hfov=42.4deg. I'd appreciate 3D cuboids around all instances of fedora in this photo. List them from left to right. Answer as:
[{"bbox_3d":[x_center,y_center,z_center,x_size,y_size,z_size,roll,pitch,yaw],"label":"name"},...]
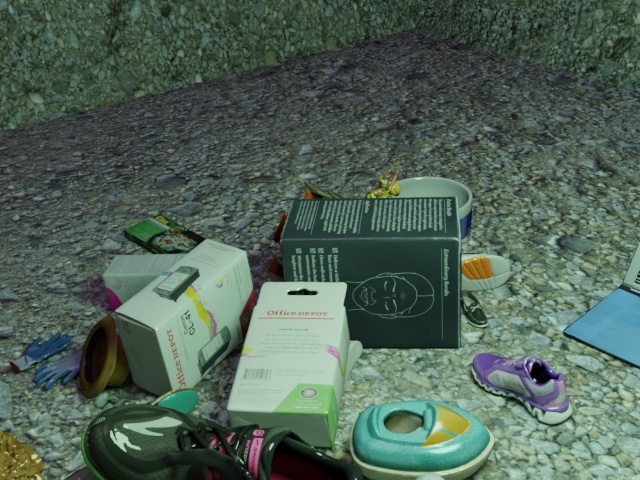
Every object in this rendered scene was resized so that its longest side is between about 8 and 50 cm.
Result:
[{"bbox_3d":[-0.469,0.264,1.834,0.079,0.194,0.194,21,14,-33],"label":"fedora"}]

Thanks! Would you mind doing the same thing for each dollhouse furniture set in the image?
[{"bbox_3d":[0.000,0.000,2.135,0.259,0.262,0.135,19,14,-31],"label":"dollhouse furniture set"}]

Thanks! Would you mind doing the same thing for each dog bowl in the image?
[{"bbox_3d":[0.301,-0.083,2.361,0.264,0.104,0.265,-3,29,2],"label":"dog bowl"}]

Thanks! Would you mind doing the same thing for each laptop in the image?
[{"bbox_3d":[0.822,0.101,1.824,0.382,0.408,0.236,25,7,42],"label":"laptop"}]

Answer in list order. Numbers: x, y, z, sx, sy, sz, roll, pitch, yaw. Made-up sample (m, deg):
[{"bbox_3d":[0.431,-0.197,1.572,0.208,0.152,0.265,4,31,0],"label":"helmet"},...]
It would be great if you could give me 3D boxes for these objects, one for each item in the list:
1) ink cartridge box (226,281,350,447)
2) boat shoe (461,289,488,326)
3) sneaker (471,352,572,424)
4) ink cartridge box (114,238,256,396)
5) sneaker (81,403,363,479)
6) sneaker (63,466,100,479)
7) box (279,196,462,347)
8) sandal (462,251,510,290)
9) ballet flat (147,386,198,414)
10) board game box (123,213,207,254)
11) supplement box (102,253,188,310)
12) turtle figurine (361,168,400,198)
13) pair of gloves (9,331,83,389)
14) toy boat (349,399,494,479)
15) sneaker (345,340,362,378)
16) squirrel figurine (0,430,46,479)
[{"bbox_3d":[-0.052,0.248,1.719,0.207,0.119,0.353,0,42,12],"label":"ink cartridge box"},{"bbox_3d":[0.366,0.162,1.971,0.046,0.038,0.125,-8,29,-6],"label":"boat shoe"},{"bbox_3d":[0.413,0.275,1.691,0.095,0.105,0.236,-26,34,-32],"label":"sneaker"},{"bbox_3d":[-0.285,0.174,1.834,0.131,0.226,0.306,16,41,30],"label":"ink cartridge box"},{"bbox_3d":[-0.147,0.357,1.362,0.482,0.202,0.185,17,44,-11],"label":"sneaker"},{"bbox_3d":[-0.326,0.421,1.422,0.122,0.110,0.283,33,43,22],"label":"sneaker"},{"bbox_3d":[0.125,0.073,1.906,0.395,0.294,0.212,0,29,8],"label":"box"},{"bbox_3d":[0.341,0.074,2.071,0.265,0.102,0.076,-8,31,-2],"label":"sandal"},{"bbox_3d":[-0.346,0.359,1.696,0.067,0.073,0.206,4,23,45],"label":"ballet flat"},{"bbox_3d":[-0.453,-0.007,2.418,0.136,0.030,0.259,-28,36,-33],"label":"board game box"},{"bbox_3d":[-0.431,0.107,2.118,0.220,0.111,0.114,-1,29,6],"label":"supplement box"},{"bbox_3d":[0.138,-0.109,2.270,0.217,0.087,0.269,-28,10,16],"label":"turtle figurine"},{"bbox_3d":[-0.625,0.278,1.930,0.198,0.023,0.159,18,34,34],"label":"pair of gloves"},{"bbox_3d":[0.186,0.389,1.471,0.267,0.148,0.318,-3,28,3],"label":"toy boat"},{"bbox_3d":[0.032,0.270,1.821,0.070,0.051,0.134,-1,33,40],"label":"sneaker"},{"bbox_3d":[-0.531,0.491,1.191,0.397,0.281,0.370,-40,40,4],"label":"squirrel figurine"}]
